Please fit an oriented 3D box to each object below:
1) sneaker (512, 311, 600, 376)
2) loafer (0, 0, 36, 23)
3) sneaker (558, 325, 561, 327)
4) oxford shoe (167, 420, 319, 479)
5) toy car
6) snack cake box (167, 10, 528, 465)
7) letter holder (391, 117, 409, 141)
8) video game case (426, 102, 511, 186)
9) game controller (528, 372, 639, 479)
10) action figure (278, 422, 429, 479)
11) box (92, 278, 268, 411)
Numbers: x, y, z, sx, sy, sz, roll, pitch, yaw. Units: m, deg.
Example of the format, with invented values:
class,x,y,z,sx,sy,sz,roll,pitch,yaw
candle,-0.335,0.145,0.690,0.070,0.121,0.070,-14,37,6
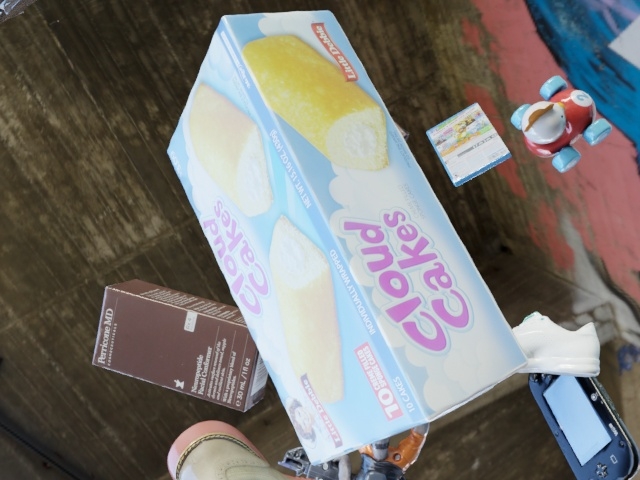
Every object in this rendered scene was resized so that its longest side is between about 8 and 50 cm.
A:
class,x,y,z,sx,sy,sz,roll,pitch,yaw
sneaker,0.314,0.154,0.977,0.212,0.080,0.094,3,-106,15
loafer,-0.465,-0.328,0.854,0.366,0.130,0.133,-15,-88,15
sneaker,0.442,0.207,1.338,0.191,0.083,0.071,-1,-75,-47
oxford shoe,-0.039,0.357,0.773,0.348,0.130,0.123,41,-97,-28
toy car,0.630,-0.330,1.719,0.210,0.219,0.238,-45,-24,23
snack cake box,0.000,0.000,0.429,0.089,0.152,0.264,-17,-108,-35
letter holder,-0.029,-0.075,0.921,0.214,0.302,0.152,-41,-100,-16
video game case,0.291,-0.193,1.264,0.119,0.166,0.015,-30,-43,14
game controller,0.546,0.369,1.336,0.067,0.319,0.166,0,-48,-17
action figure,0.069,0.451,1.271,0.341,0.178,0.330,8,-97,13
box,-0.302,0.228,1.434,0.381,0.143,0.191,13,-83,14
